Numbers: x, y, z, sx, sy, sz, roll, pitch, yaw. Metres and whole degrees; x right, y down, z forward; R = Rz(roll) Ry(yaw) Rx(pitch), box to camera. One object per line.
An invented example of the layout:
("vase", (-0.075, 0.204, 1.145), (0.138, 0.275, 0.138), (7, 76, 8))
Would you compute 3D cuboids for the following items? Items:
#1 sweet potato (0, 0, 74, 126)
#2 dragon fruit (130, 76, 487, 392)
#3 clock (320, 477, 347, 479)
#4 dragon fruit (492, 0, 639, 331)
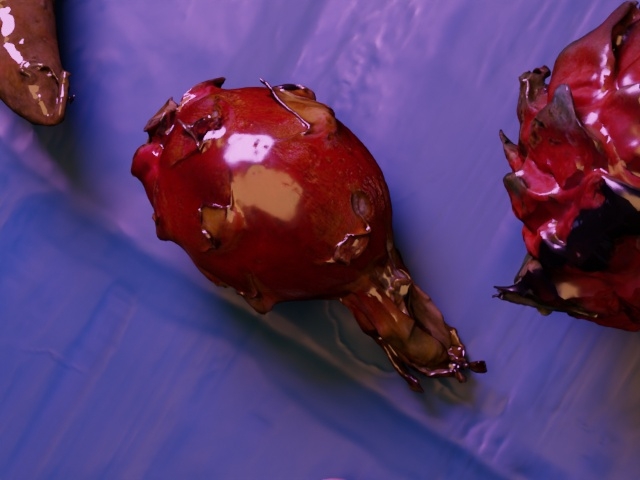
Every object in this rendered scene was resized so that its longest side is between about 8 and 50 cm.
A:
("sweet potato", (-0.209, -0.270, 1.220), (0.131, 0.130, 0.422), (-6, 83, 11))
("dragon fruit", (0.000, 0.000, 1.157), (0.246, 0.125, 0.125), (46, 66, -2))
("clock", (0.038, 0.194, 1.151), (0.087, 0.041, 0.129), (-28, 83, 11))
("dragon fruit", (0.185, -0.045, 1.087), (0.182, 0.182, 0.188), (-3, 84, 12))
